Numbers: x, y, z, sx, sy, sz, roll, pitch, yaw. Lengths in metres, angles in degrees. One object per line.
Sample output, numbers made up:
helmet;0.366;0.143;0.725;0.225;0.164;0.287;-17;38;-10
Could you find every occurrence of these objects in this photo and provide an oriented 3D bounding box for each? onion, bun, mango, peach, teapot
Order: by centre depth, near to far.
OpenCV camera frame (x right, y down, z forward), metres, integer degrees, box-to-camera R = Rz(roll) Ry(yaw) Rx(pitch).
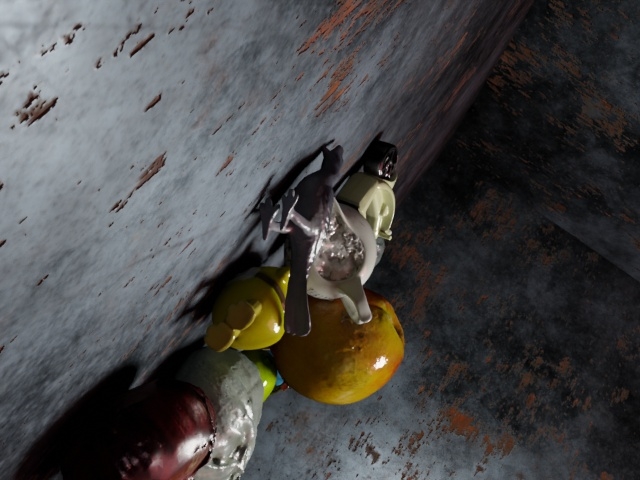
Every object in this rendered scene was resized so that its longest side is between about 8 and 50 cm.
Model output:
onion;-0.265;0.337;1.000;0.252;0.219;0.252;-43;171;-9
bun;-0.228;0.392;1.296;0.354;0.194;0.354;18;90;-88
teapot;0.036;0.040;1.396;0.208;0.299;0.166;-29;-174;-27
peach;0.043;0.286;1.736;0.372;0.373;0.289;116;-31;-53
mango;-0.238;0.430;1.834;0.192;0.156;0.343;-37;167;-43

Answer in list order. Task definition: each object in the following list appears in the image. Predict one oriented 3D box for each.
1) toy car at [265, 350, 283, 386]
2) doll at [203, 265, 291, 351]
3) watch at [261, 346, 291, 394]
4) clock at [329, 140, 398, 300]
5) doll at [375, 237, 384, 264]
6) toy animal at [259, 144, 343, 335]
toy car;-0.137;0.413;2.283;0.190;0.188;0.255;-43;-179;13
doll;-0.111;0.118;1.244;0.199;0.145;0.363;-43;179;14
watch;-0.149;0.391;1.987;0.269;0.164;0.102;-16;-165;30
clock;0.087;-0.052;1.632;0.379;0.120;0.276;-48;147;-30
doll;0.121;-0.012;2.221;0.340;0.158;0.245;27;68;-68
toy animal;-0.031;-0.025;1.108;0.206;0.081;0.366;33;68;-63
